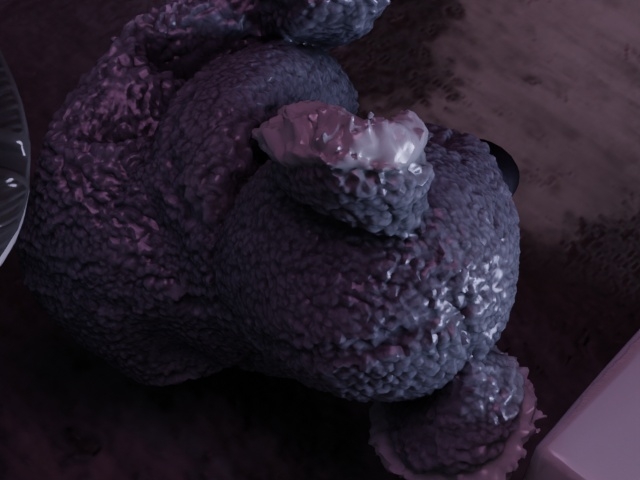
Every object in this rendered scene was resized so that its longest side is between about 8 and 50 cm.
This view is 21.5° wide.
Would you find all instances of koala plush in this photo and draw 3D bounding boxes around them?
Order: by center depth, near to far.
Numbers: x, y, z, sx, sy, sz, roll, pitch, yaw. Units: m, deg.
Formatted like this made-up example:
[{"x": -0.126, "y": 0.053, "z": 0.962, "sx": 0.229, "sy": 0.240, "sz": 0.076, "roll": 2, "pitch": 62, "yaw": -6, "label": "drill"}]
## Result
[{"x": 0.000, "y": 0.000, "z": 0.676, "sx": 0.203, "sy": 0.196, "sz": 0.221, "roll": -30, "pitch": 31, "yaw": -18, "label": "koala plush"}]

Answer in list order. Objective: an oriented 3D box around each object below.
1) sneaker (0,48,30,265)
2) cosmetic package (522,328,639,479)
[{"x": -0.255, "y": -0.109, "z": 0.710, "sx": 0.169, "sy": 0.257, "sz": 0.447, "roll": -12, "pitch": 65, "yaw": -24, "label": "sneaker"}, {"x": 0.276, "y": 0.162, "z": 0.645, "sx": 0.385, "sy": 0.156, "sz": 0.217, "roll": 37, "pitch": 58, "yaw": 22, "label": "cosmetic package"}]
